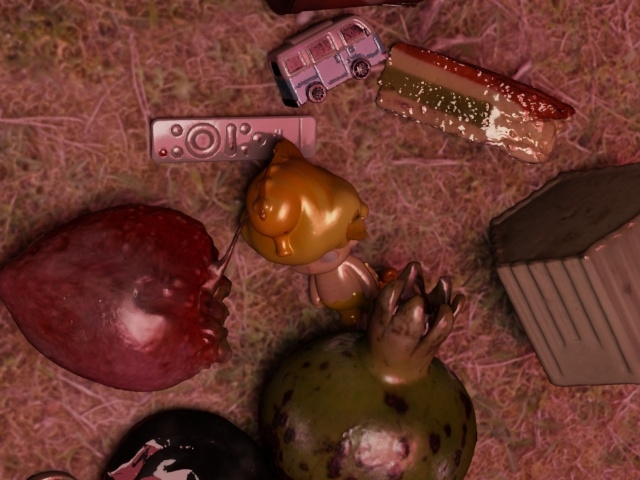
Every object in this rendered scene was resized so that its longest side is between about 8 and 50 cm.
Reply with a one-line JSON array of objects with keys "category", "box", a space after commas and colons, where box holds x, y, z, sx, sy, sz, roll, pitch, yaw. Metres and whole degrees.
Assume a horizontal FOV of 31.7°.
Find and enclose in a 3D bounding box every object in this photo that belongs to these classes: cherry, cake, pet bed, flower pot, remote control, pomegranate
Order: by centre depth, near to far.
[{"category": "cherry", "box": [-0.207, 0.055, 1.149, 0.249, 0.175, 0.192, 6, 90, -21]}, {"category": "pomegranate", "box": [0.079, 0.182, 1.235, 0.242, 0.242, 0.306, 35, 116, -24]}, {"category": "remote control", "box": [-0.095, -0.113, 1.239, 0.184, 0.027, 0.050, -3, 105, -16]}, {"category": "pet bed", "box": [-0.149, 0.284, 1.253, 0.201, 0.053, 0.201, 6, 73, -18]}, {"category": "cake", "box": [0.186, -0.151, 1.289, 0.220, 0.117, 0.086, 15, 102, -24]}, {"category": "flower pot", "box": [0.332, 0.039, 1.336, 0.209, 0.239, 0.190, -46, 115, -39]}]

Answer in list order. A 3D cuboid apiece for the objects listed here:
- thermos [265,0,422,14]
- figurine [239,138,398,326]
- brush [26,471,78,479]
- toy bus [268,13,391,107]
[{"category": "thermos", "box": [0.058, -0.296, 1.208, 0.232, 0.124, 0.099, -10, 108, -27]}, {"category": "figurine", "box": [0.000, 0.000, 1.253, 0.246, 0.156, 0.131, 59, 34, -37]}, {"category": "brush", "box": [-0.294, 0.420, 1.256, 0.070, 0.065, 0.328, -2, 104, -21]}, {"category": "toy bus", "box": [0.007, -0.202, 1.239, 0.123, 0.060, 0.075, -30, 107, -11]}]
